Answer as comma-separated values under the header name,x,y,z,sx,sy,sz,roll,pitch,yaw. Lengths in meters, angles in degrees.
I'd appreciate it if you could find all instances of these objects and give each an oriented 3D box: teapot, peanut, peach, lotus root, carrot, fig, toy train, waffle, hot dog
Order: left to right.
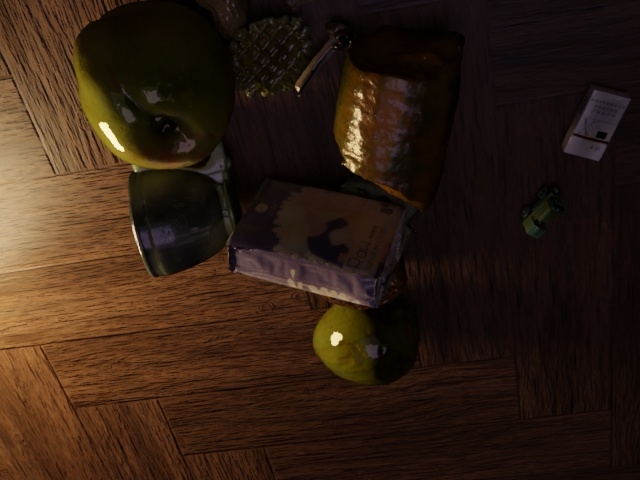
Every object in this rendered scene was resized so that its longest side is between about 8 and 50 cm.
name,x,y,z,sx,sy,sz,roll,pitch,yaw
peach,-0.307,-0.304,1.603,0.281,0.316,0.314,-20,129,15
teapot,-0.298,-0.094,1.860,0.239,0.322,0.239,-12,164,-3
peanut,-0.195,-0.474,1.612,0.083,0.093,0.194,5,131,36
waffle,-0.098,-0.370,1.685,0.169,0.036,0.183,-16,140,-13
hot dog,0.065,0.073,1.946,0.259,0.175,0.114,10,132,-13
fig,0.103,0.242,2.050,0.271,0.239,0.239,-14,127,37
lotus root,0.132,-0.083,1.900,0.203,0.078,0.183,38,133,-15
carrot,0.151,-0.255,1.672,0.241,0.241,0.341,6,123,-2
toy train,0.502,-0.066,1.894,0.050,0.081,0.122,24,126,-18

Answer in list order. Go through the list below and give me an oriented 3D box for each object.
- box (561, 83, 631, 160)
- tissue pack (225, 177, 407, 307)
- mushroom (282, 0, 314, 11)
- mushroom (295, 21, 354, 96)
name,x,y,z,sx,sy,sz,roll,pitch,yaw
box,0.583,-0.250,1.778,0.083,0.040,0.154,12,125,-8
tissue pack,0.000,0.000,1.804,0.343,0.242,0.125,12,134,14
mushroom,0.019,-0.499,1.605,0.209,0.071,0.084,-13,130,7
mushroom,-0.001,-0.370,1.699,0.187,0.060,0.061,-46,69,27
